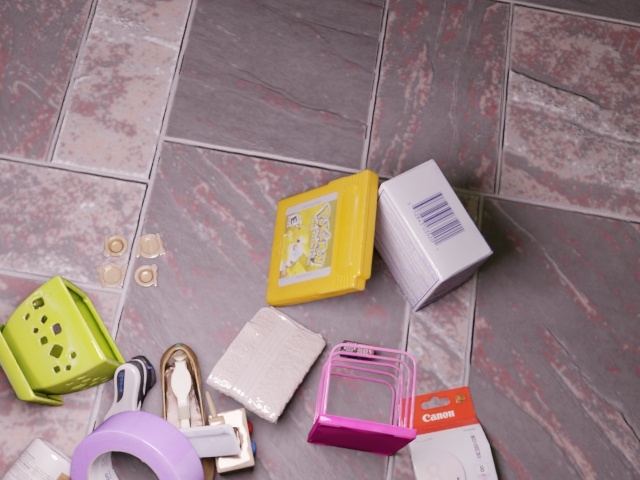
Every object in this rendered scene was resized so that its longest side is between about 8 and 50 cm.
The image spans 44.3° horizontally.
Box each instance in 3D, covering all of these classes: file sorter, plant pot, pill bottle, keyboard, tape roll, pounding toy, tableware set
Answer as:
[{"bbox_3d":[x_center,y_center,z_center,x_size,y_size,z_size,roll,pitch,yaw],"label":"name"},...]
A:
[{"bbox_3d":[0.093,0.357,1.751,0.202,0.290,0.182,10,67,-2],"label":"file sorter"},{"bbox_3d":[-0.593,0.241,1.764,0.207,0.228,0.227,-32,77,-7],"label":"plant pot"},{"bbox_3d":[-0.639,0.554,1.694,0.131,0.131,0.229,35,72,7],"label":"pill bottle"},{"bbox_3d":[-0.288,0.433,1.672,0.256,0.014,0.072,-11,110,24],"label":"keyboard"},{"bbox_3d":[-0.390,0.505,1.671,0.275,0.090,0.274,6,109,18],"label":"tape roll"},{"bbox_3d":[-0.197,0.416,1.744,0.094,0.206,0.181,-10,72,-9],"label":"pounding toy"},{"bbox_3d":[-0.469,0.049,1.944,0.169,0.020,0.141,-1,71,-6],"label":"tableware set"}]

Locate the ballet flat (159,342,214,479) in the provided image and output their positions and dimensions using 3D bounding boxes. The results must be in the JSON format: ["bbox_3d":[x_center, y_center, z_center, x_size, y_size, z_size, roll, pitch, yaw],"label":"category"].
[{"bbox_3d":[-0.303,0.391,1.754,0.116,0.124,0.342,-4,71,-9],"label":"ballet flat"}]

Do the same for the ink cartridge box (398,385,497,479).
[{"bbox_3d":[0.296,0.472,1.853,0.189,0.066,0.232,-9,76,-8],"label":"ink cartridge box"}]

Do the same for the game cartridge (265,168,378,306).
[{"bbox_3d":[0.000,0.000,1.867,0.053,0.324,0.285,21,65,-36],"label":"game cartridge"}]

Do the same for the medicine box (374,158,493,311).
[{"bbox_3d":[0.246,-0.005,1.886,0.149,0.289,0.263,-27,76,-14],"label":"medicine box"}]

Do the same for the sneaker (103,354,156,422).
[{"bbox_3d":[-0.428,0.371,1.809,0.079,0.121,0.217,19,104,13],"label":"sneaker"}]

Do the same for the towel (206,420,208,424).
[{"bbox_3d":[-0.319,0.441,1.817,0.119,0.029,0.067,-19,72,-13],"label":"towel"}]

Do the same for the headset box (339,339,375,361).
[{"bbox_3d":[0.092,0.268,1.899,0.083,0.062,0.032,9,71,-1],"label":"headset box"}]

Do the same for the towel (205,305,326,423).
[{"bbox_3d":[-0.118,0.278,1.823,0.187,0.049,0.282,30,43,6],"label":"towel"}]
